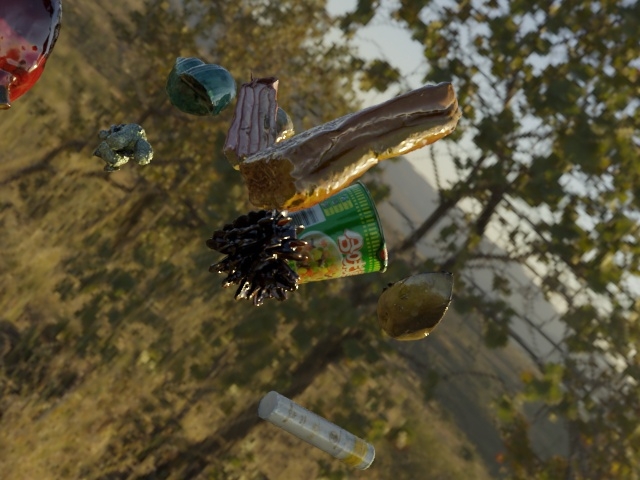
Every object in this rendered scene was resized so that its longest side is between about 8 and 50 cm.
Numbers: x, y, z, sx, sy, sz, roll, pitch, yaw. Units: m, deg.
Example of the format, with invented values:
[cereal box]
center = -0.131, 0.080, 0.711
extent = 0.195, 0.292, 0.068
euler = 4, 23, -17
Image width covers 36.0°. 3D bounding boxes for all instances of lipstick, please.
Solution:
[lipstick]
center = -0.006, 0.370, 1.910
extent = 0.264, 0.059, 0.059
euler = 34, 9, -30

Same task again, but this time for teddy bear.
[teddy bear]
center = -0.492, -0.243, 2.462
extent = 0.133, 0.111, 0.213
euler = 37, -22, -23

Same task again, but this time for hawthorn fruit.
[hawthorn fruit]
center = -0.490, -0.311, 1.379
extent = 0.265, 0.265, 0.307
euler = 34, 32, -60

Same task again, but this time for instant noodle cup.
[instant noodle cup]
center = 0.000, 0.000, 2.060
extent = 0.207, 0.233, 0.207
euler = 165, -90, -80

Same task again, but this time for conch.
[conch]
center = -0.301, -0.388, 2.452
extent = 0.202, 0.134, 0.196
euler = 26, -27, 21

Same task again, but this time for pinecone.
[pinecone]
center = -0.080, 0.024, 1.312
extent = 0.140, 0.140, 0.120
euler = 30, 38, -67

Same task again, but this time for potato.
[potato]
center = 0.215, 0.164, 2.374
extent = 0.138, 0.243, 0.098
euler = 15, 49, -12

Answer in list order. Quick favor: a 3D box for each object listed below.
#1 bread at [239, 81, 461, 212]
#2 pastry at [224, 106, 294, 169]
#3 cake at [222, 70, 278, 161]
[bread]
center = 0.054, -0.156, 1.630
extent = 0.185, 0.380, 0.109
euler = -6, -71, 61
[pastry]
center = -0.160, -0.261, 2.505
extent = 0.093, 0.192, 0.182
euler = 55, -4, -2
[cake]
center = -0.136, -0.223, 2.001
extent = 0.098, 0.135, 0.287
euler = 14, 40, -5
